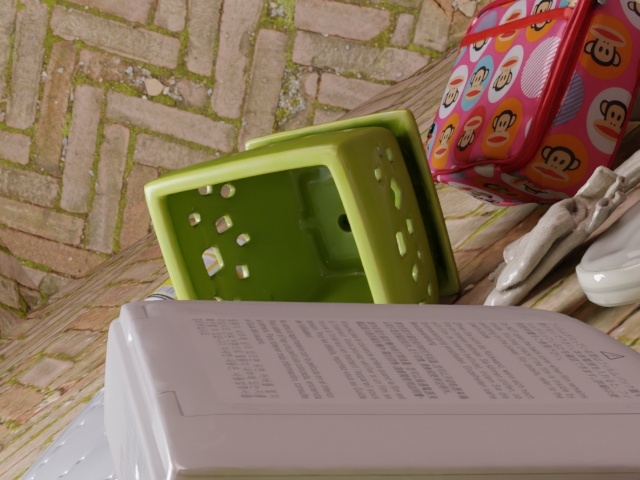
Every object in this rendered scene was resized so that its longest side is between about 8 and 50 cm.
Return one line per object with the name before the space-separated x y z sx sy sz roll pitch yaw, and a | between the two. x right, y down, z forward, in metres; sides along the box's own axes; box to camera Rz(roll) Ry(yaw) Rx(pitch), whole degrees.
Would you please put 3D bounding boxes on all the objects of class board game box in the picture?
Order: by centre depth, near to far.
board game box | -0.176 0.200 1.577 0.390 0.050 0.390 -29 12 28

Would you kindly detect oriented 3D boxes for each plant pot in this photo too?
plant pot | 0.000 0.000 1.377 0.228 0.227 0.207 -9 16 31

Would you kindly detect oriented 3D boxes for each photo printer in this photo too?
photo printer | 0.054 0.108 0.725 0.308 0.107 0.256 1 15 -15

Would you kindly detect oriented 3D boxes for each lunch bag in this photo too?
lunch bag | 0.232 -0.169 1.508 0.258 0.120 0.293 -69 17 -7

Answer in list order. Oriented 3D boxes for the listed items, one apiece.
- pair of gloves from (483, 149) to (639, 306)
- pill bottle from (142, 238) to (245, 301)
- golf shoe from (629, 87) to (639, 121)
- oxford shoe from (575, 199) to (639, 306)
pair of gloves | 0.190 0.000 1.193 0.204 0.042 0.240 -47 -6 30
pill bottle | -0.157 0.076 1.937 0.103 0.103 0.184 -23 15 48
golf shoe | 0.369 -0.169 1.410 0.273 0.105 0.120 -23 23 51
oxford shoe | 0.366 -0.108 1.057 0.449 0.130 0.169 -36 12 2
